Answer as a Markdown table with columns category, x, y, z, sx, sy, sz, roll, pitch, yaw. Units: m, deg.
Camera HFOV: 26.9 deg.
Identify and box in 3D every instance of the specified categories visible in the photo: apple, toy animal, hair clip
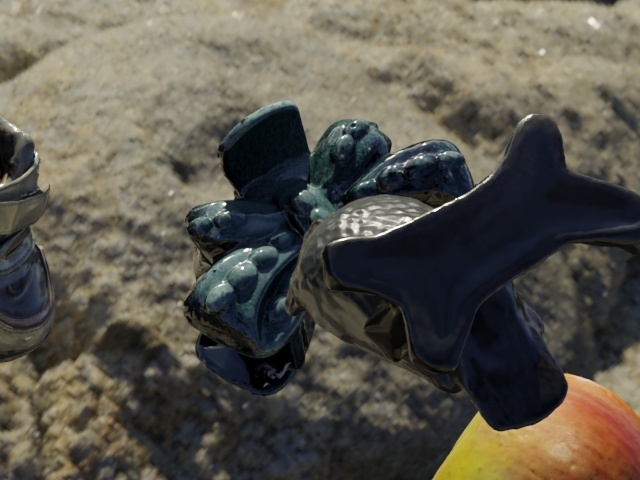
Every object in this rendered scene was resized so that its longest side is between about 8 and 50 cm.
| category | x | y | z | sx | sy | sz | roll | pitch | yaw |
| --- | --- | --- | --- | --- | --- | --- | --- | --- | --- |
| apple | 0.241 | 0.289 | 1.446 | 0.233 | 0.286 | 0.286 | 36 | 42 | 8 |
| toy animal | 0.055 | 0.024 | 0.603 | 0.121 | 0.210 | 0.117 | -39 | 94 | -14 |
| hair clip | -0.006 | -0.002 | 1.294 | 0.310 | 0.194 | 0.206 | -30 | 62 | -15 |

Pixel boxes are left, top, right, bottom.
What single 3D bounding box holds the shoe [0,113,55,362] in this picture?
| category | x | y | z | sx | sy | sz | roll | pitch | yaw |
| --- | --- | --- | --- | --- | --- | --- | --- | --- | --- |
| shoe | -0.186 | -0.026 | 0.711 | 0.180 | 0.092 | 0.089 | 58 | 36 | -6 |
